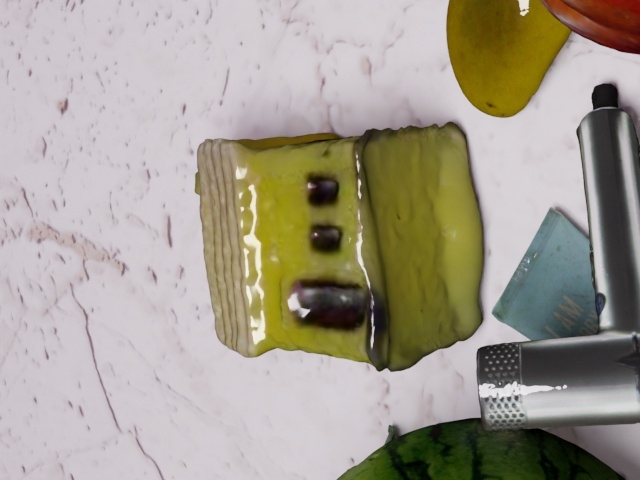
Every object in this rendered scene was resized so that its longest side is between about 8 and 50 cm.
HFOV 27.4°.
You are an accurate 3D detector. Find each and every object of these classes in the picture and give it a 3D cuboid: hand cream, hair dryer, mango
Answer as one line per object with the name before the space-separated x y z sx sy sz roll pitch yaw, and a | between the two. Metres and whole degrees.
hand cream | 0.273 0.101 1.020 0.312 0.070 0.111 36 118 25
hair dryer | 0.278 0.007 0.926 0.320 0.156 0.284 4 78 12
mango | 0.150 -0.174 1.041 0.103 0.076 0.161 21 117 20

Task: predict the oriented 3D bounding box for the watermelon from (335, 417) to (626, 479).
watermelon | 0.133 0.295 0.900 0.331 0.189 0.330 -1 95 -9

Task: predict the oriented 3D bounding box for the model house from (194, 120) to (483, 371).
model house | 0.000 0.000 1.123 0.234 0.175 0.193 0 100 41

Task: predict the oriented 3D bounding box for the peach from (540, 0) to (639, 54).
peach | 0.278 -0.316 0.784 0.417 0.339 0.353 -20 89 28

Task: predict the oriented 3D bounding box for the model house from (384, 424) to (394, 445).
model house | 0.126 0.368 1.099 0.313 0.242 0.357 20 99 4
